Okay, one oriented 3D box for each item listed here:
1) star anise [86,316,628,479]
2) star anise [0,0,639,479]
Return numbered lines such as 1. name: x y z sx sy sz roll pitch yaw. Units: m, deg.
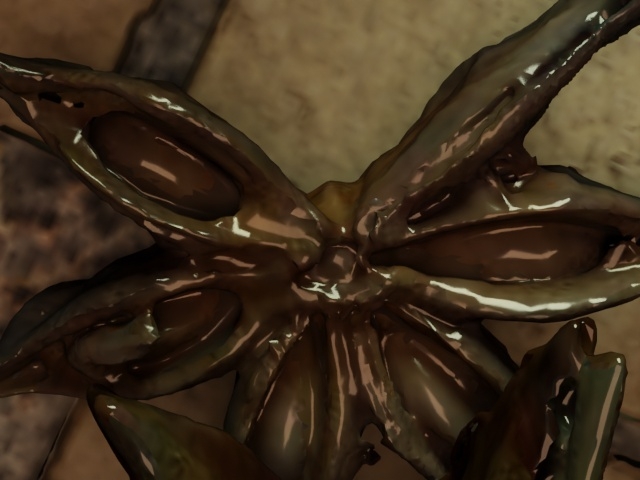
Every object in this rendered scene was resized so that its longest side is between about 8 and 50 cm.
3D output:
1. star anise: 0.022 0.141 0.508 0.288 0.088 0.288 1 120 1
2. star anise: 0.005 0.016 0.530 0.208 0.063 0.172 -9 103 2
